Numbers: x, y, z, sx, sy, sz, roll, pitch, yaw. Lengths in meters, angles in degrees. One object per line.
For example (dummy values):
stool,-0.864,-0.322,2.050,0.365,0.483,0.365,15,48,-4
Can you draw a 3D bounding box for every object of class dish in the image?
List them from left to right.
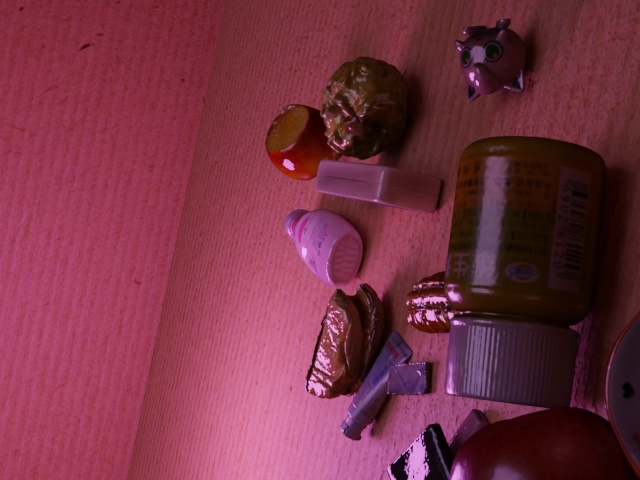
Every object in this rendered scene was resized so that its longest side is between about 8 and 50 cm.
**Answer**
dish,0.468,0.181,1.169,0.256,0.117,0.256,-38,47,56

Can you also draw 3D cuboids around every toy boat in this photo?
toy boat,0.172,0.269,1.891,0.115,0.016,0.063,-14,69,55

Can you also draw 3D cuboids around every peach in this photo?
peach,-0.045,-0.247,2.397,0.190,0.192,0.190,-45,-4,-4

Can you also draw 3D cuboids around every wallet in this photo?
wallet,0.214,0.486,1.648,0.170,0.044,0.321,-56,43,39

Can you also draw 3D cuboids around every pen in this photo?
pen,0.236,0.381,1.707,0.197,0.032,0.053,-63,30,26

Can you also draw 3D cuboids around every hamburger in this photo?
hamburger,0.068,0.223,2.061,0.131,0.124,0.262,33,115,45

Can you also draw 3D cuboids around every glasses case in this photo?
glasses case,0.114,-0.117,2.057,0.336,0.144,0.076,17,95,65

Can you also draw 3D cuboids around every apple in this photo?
apple,0.307,0.340,1.290,0.260,0.261,0.216,-47,45,50

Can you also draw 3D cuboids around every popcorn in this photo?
popcorn,0.096,-0.279,2.119,0.235,0.181,0.216,-67,26,24

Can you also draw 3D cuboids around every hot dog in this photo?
hot dog,0.238,0.111,1.777,0.269,0.072,0.115,-20,54,63

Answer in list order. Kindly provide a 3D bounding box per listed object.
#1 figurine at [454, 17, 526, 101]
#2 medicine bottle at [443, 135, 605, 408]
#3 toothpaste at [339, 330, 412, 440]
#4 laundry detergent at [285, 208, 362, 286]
figurine,0.306,-0.323,1.746,0.125,0.125,0.138,179,89,-66
medicine bottle,0.300,0.052,1.471,0.224,0.224,0.384,-9,73,65
toothpaste,0.112,0.301,1.996,0.234,0.057,0.089,-63,30,16
laundry detergent,0.000,0.000,2.330,0.335,0.088,0.159,-144,67,-65
